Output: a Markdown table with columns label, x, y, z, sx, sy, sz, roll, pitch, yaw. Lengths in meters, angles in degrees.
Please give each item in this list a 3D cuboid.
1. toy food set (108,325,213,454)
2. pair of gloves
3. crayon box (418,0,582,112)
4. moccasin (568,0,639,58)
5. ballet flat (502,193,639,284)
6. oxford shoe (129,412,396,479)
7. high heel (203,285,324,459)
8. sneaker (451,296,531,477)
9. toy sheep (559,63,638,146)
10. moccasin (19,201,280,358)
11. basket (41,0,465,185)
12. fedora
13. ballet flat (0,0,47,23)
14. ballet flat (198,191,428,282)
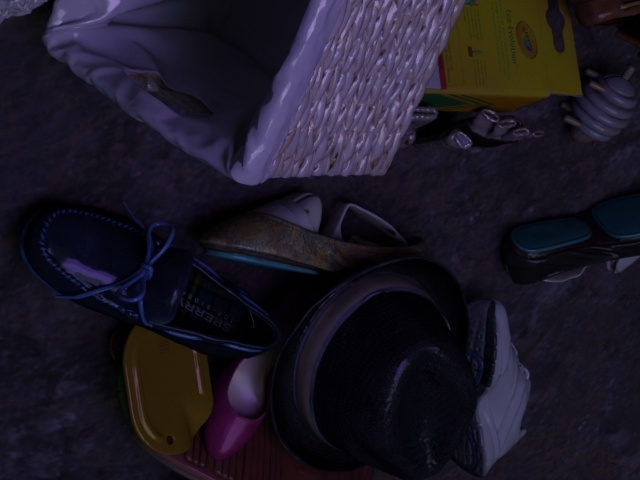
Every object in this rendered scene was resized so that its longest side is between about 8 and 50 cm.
| label | x | y | z | sx | sy | sz | roll | pitch | yaw |
| --- | --- | --- | --- | --- | --- | --- | --- | --- | --- |
| toy food set | -0.209 | 0.157 | 2.003 | 0.128 | 0.071 | 0.218 | -7 | 90 | -42 |
| pair of gloves | 0.127 | -0.125 | 1.967 | 0.240 | 0.204 | 0.042 | 0 | 83 | -30 |
| crayon box | 0.152 | -0.257 | 1.900 | 0.318 | 0.081 | 0.202 | 0 | 79 | -30 |
| moccasin | 0.426 | -0.291 | 2.014 | 0.380 | 0.139 | 0.147 | 3 | 75 | -57 |
| ballet flat | 0.382 | 0.002 | 2.265 | 0.280 | 0.095 | 0.096 | -11 | 134 | -13 |
| oxford shoe | -0.095 | 0.310 | 2.141 | 0.397 | 0.140 | 0.146 | 26 | 140 | -24 |
| high heel | -0.065 | 0.167 | 2.025 | 0.082 | 0.117 | 0.244 | 38 | 72 | -15 |
| sneaker | 0.239 | 0.195 | 2.303 | 0.129 | 0.111 | 0.297 | -29 | 135 | -32 |
| toy sheep | 0.376 | -0.181 | 2.144 | 0.091 | 0.091 | 0.132 | 8 | 132 | -34 |
| moccasin | -0.185 | 0.041 | 1.903 | 0.342 | 0.117 | 0.138 | 23 | 76 | -34 |
| basket | -0.052 | -0.269 | 1.655 | 0.266 | 0.328 | 0.331 | -3 | 121 | -53 |
| fedora | 0.096 | 0.190 | 2.023 | 0.334 | 0.152 | 0.334 | -18 | 128 | -24 |
| ballet flat | -0.438 | -0.210 | 1.623 | 0.409 | 0.147 | 0.147 | -26 | 128 | -14 |
| ballet flat | 0.000 | 0.000 | 2.029 | 0.348 | 0.123 | 0.123 | 16 | 109 | -36 |
